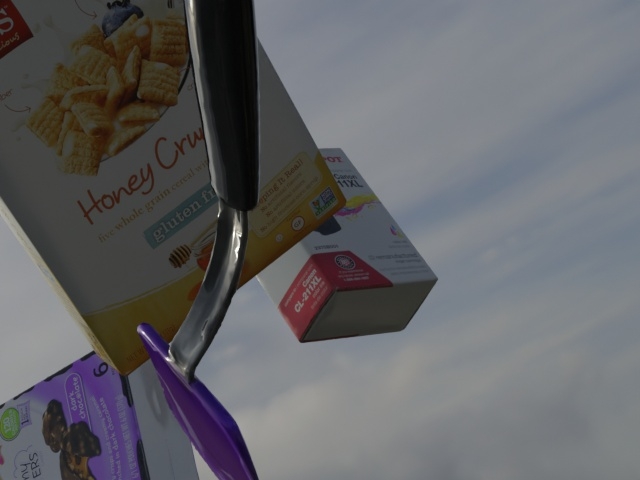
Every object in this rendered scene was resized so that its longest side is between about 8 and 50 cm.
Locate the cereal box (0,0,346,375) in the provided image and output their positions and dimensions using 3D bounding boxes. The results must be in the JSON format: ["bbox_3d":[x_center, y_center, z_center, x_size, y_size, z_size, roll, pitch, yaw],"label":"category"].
[{"bbox_3d":[-0.108,-0.068,0.897,0.173,0.240,0.047,-39,30,-15],"label":"cereal box"}]

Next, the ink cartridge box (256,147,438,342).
[{"bbox_3d":[0.000,0.000,1.440,0.127,0.175,0.072,-5,-42,-42],"label":"ink cartridge box"}]

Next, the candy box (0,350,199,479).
[{"bbox_3d":[-0.194,0.194,1.262,0.196,0.165,0.070,-30,-31,23],"label":"candy box"}]

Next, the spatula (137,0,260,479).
[{"bbox_3d":[-0.041,0.003,0.615,0.030,0.084,0.296,-22,-43,-29],"label":"spatula"}]
